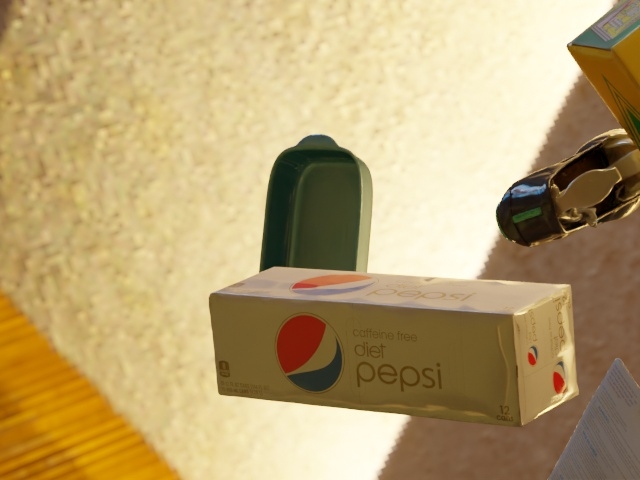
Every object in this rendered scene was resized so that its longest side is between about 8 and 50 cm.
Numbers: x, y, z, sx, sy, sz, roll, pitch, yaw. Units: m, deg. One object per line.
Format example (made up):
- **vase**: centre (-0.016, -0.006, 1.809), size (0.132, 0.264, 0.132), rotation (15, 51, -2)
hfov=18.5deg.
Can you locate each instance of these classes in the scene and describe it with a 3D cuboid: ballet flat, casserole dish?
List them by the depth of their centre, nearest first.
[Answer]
- **ballet flat**: centre (0.227, -0.047, 1.588), size (0.074, 0.203, 0.074), rotation (23, -56, 38)
- **casserole dish**: centre (0.000, 0.000, 1.766), size (0.114, 0.037, 0.188), rotation (3, -94, 42)

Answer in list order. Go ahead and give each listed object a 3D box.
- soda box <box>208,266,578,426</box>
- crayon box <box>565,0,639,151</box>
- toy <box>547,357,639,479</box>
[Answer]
- **soda box**: centre (0.040, 0.060, 1.171), size (0.216, 0.074, 0.069), rotation (2, -76, 35)
- **crayon box**: centre (0.431, -0.139, 1.545), size (0.313, 0.363, 0.106), rotation (53, -6, -12)
- **toy**: centre (0.240, 0.231, 1.630), size (0.237, 0.056, 0.137), rotation (-63, -143, 29)
